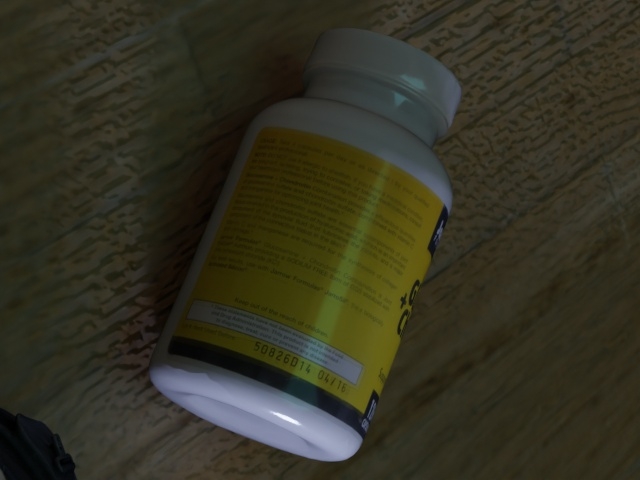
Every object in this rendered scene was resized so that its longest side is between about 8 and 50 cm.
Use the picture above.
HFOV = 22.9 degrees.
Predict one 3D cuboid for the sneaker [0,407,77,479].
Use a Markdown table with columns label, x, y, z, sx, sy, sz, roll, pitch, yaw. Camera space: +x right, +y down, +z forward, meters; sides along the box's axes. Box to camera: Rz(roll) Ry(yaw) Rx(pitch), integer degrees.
| label | x | y | z | sx | sy | sz | roll | pitch | yaw |
| --- | --- | --- | --- | --- | --- | --- | --- | --- | --- |
| sneaker | -0.105 | 0.150 | 0.583 | 0.086 | 0.163 | 0.226 | -30 | 81 | -7 |

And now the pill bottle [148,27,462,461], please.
| label | x | y | z | sx | sy | sz | roll | pitch | yaw |
| --- | --- | --- | --- | --- | --- | --- | --- | --- | --- |
| pill bottle | 0.000 | 0.000 | 0.727 | 0.103 | 0.103 | 0.184 | 33 | 72 | -37 |
